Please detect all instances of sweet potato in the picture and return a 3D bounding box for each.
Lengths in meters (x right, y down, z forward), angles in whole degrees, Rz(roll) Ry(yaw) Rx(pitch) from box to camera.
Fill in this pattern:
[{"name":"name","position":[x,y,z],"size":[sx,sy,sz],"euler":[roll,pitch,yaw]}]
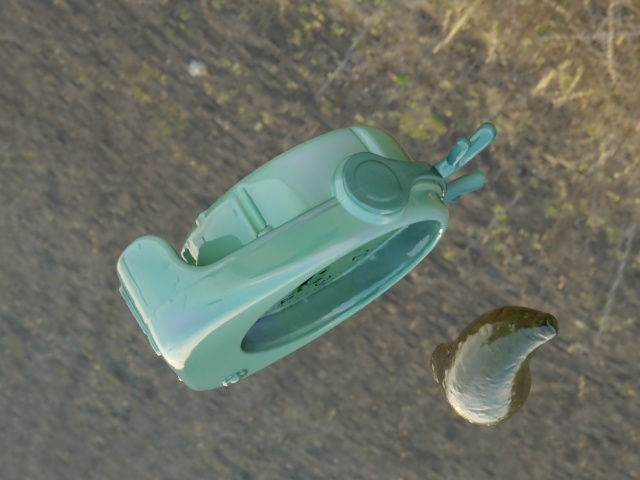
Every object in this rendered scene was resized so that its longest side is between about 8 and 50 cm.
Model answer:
[{"name":"sweet potato","position":[0.105,0.092,0.832],"size":[0.059,0.069,0.249],"euler":[-2,168,-6]}]

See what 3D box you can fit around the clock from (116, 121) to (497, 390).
[{"name":"clock","position":[0.000,0.000,0.661],"size":[0.066,0.211,0.159],"euler":[57,171,15]}]
